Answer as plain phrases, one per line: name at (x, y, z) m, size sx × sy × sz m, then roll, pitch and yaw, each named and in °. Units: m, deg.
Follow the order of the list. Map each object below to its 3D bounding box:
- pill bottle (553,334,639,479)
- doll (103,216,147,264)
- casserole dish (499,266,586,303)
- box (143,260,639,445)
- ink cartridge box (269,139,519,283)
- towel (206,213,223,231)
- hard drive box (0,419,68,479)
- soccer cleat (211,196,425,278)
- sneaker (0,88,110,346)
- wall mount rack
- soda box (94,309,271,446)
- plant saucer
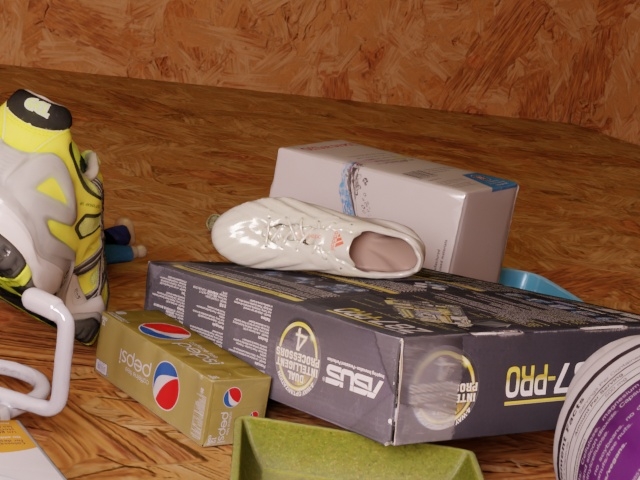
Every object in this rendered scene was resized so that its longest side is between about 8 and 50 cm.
pill bottle at (0.268, 0.171, 1.005) m, size 0.181 × 0.181 × 0.323 m, roll 8°, pitch 12°, yaw -7°
doll at (-0.255, 0.006, 1.636) m, size 0.129 × 0.046 × 0.189 m, roll 10°, pitch 12°, yaw 6°
casserole dish at (0.243, 0.071, 1.764) m, size 0.114 × 0.037 × 0.188 m, roll 5°, pitch 13°, yaw -21°
box at (0.071, 0.085, 1.315) m, size 0.318 × 0.097 × 0.395 m, roll 3°, pitch 6°, yaw -37°
ink cartridge box at (0.075, -0.007, 1.670) m, size 0.232 × 0.168 × 0.171 m, roll 16°, pitch 13°, yaw 25°
towel at (-0.064, -0.007, 1.891) m, size 0.148 × 0.027 × 0.110 m, roll 20°, pitch 15°, yaw 39°
hard drive box at (-0.216, 0.181, 0.789) m, size 0.181 × 0.089 × 0.232 m, roll 2°, pitch 15°, yaw -31°
soccer cleat at (0.000, 0.000, 1.330) m, size 0.196 × 0.068 × 0.076 m, roll 6°, pitch 8°, yaw -6°
sneaker at (-0.232, -0.010, 1.269) m, size 0.145 × 0.147 × 0.385 m, roll 26°, pitch -12°, yaw 0°
wall mount rack at (-0.358, 0.073, 1.042) m, size 0.304 × 0.130 × 0.350 m, roll 14°, pitch 16°, yaw 25°
soda box at (-0.119, 0.113, 1.239) m, size 0.061 × 0.058 × 0.181 m, roll 0°, pitch 16°, yaw -39°
plant saucer at (0.026, 0.189, 1.045) m, size 0.188 × 0.045 × 0.188 m, roll 9°, pitch 12°, yaw -4°
